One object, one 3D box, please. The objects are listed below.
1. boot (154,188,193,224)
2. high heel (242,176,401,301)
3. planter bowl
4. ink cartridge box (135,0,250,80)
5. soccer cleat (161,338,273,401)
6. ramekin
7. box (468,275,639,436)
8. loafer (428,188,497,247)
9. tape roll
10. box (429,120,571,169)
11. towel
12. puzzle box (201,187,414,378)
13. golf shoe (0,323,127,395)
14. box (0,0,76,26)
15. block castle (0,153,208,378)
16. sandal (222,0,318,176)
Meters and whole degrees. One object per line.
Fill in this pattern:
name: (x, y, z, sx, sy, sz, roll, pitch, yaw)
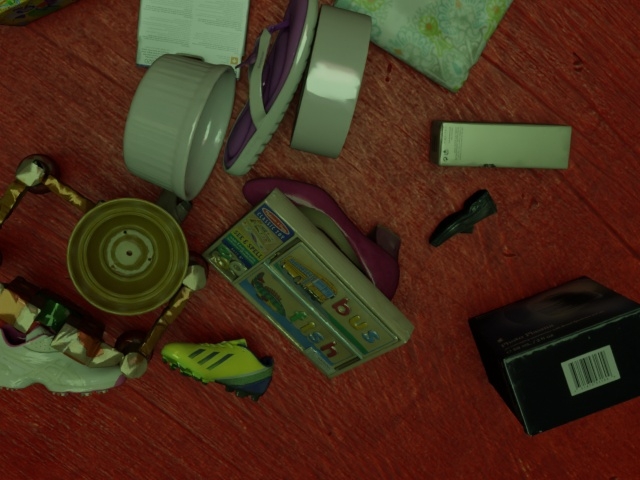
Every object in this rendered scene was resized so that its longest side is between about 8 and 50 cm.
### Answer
boot: (-0.335, -0.084, 1.559, 0.087, 0.042, 0.118, -37, 93, 12)
high heel: (0.000, 0.000, 1.508, 0.377, 0.181, 0.127, 21, 139, -8)
planter bowl: (-0.361, 0.027, 1.369, 0.217, 0.090, 0.217, -1, 95, -14)
ink cartridge box: (-0.259, -0.455, 1.489, 0.223, 0.045, 0.224, 8, 101, -3)
soccer cleat: (-0.217, 0.255, 1.556, 0.289, 0.093, 0.121, 31, 76, -40)
ramekin: (-0.276, -0.228, 1.421, 0.135, 0.277, 0.277, 19, 99, 1)
box: (0.503, 0.228, 1.527, 0.296, 0.294, 0.182, -21, 99, 1)
loafer: (0.314, -0.036, 1.589, 0.170, 0.062, 0.061, -40, 105, 6)
tape roll: (0.017, -0.307, 1.412, 0.100, 0.286, 0.286, 12, 100, -5)
box: (0.377, -0.203, 1.535, 0.275, 0.113, 0.094, 2, 101, -2)
towel: (0.243, -0.544, 1.476, 0.320, 0.090, 0.374, 30, 98, -7)
puzzle box: (-0.032, 0.104, 1.520, 0.409, 0.052, 0.272, 45, 135, -9)
golf shoe: (-0.574, 0.257, 1.575, 0.306, 0.115, 0.140, 6, 97, -5)
box: (-0.540, -0.593, 1.365, 0.290, 0.177, 0.279, -21, 101, 10)
block castle: (-0.484, 0.058, 1.497, 0.453, 0.213, 0.303, 34, 85, -15)
sandal: (-0.119, -0.305, 1.413, 0.102, 0.169, 0.416, 13, 119, -26)
